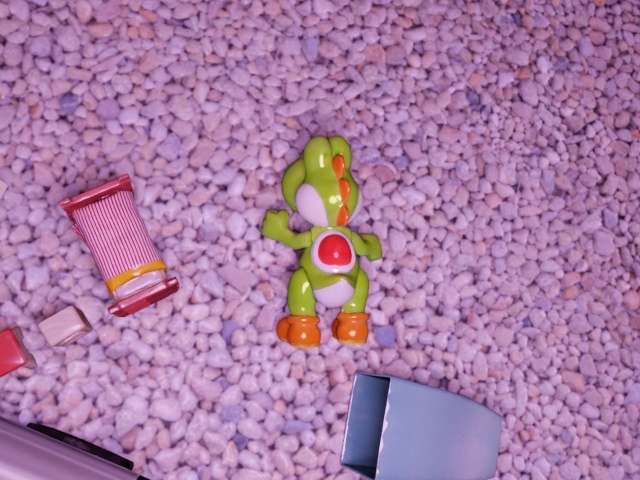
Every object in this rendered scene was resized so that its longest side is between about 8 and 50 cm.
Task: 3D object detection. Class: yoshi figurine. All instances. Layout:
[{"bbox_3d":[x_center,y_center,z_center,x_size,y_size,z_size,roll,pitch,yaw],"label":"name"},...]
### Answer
[{"bbox_3d":[0.001,-0.002,1.211,0.202,0.203,0.363,3,95,30],"label":"yoshi figurine"}]

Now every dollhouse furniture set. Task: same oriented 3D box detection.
[{"bbox_3d":[-0.435,0.072,1.097,0.374,0.152,0.201,-28,86,-14],"label":"dollhouse furniture set"}]

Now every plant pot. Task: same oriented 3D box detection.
[{"bbox_3d":[0.181,0.333,1.172,0.234,0.165,0.166,14,78,-16],"label":"plant pot"}]

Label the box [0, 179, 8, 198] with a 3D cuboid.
[{"bbox_3d":[-0.649,0.007,1.059,0.147,0.121,0.311,16,75,25],"label":"box"}]

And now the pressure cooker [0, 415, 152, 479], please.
[{"bbox_3d":[-0.392,0.473,0.928,0.420,0.370,0.376,24,81,-2],"label":"pressure cooker"}]
